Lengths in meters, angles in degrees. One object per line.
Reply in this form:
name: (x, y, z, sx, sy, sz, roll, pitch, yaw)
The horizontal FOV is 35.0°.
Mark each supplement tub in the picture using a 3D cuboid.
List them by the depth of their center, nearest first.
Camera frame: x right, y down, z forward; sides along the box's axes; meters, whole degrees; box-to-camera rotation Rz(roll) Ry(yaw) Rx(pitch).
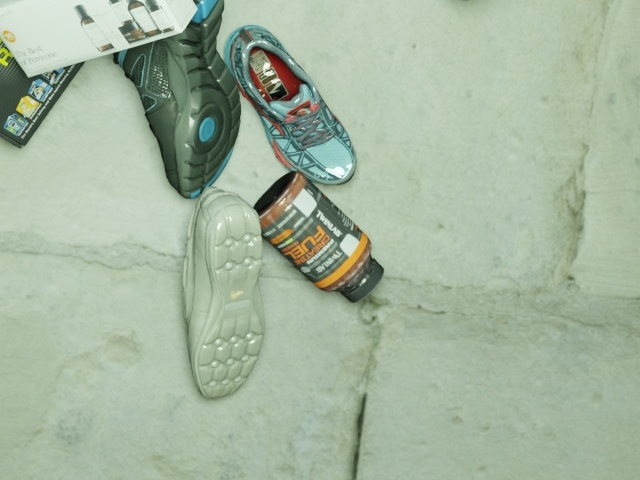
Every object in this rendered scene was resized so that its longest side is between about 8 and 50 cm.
supplement tub: (0.000, 0.000, 1.440, 0.198, 0.106, 0.106, 43, 92, -16)

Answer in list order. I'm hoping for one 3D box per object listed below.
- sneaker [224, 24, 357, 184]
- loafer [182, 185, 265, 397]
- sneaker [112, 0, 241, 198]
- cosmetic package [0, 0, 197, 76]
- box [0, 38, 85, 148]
sneaker: (-0.041, -0.173, 1.384, 0.104, 0.125, 0.262, -40, 106, 0)
loafer: (-0.141, 0.076, 1.434, 0.112, 0.111, 0.319, -6, 120, -28)
sneaker: (-0.194, -0.216, 1.345, 0.140, 0.125, 0.340, 18, 127, 25)
cosmetic package: (-0.275, -0.271, 1.202, 0.239, 0.060, 0.099, -10, 127, 28)
box: (-0.400, -0.284, 1.293, 0.216, 0.060, 0.270, 34, 94, -36)
